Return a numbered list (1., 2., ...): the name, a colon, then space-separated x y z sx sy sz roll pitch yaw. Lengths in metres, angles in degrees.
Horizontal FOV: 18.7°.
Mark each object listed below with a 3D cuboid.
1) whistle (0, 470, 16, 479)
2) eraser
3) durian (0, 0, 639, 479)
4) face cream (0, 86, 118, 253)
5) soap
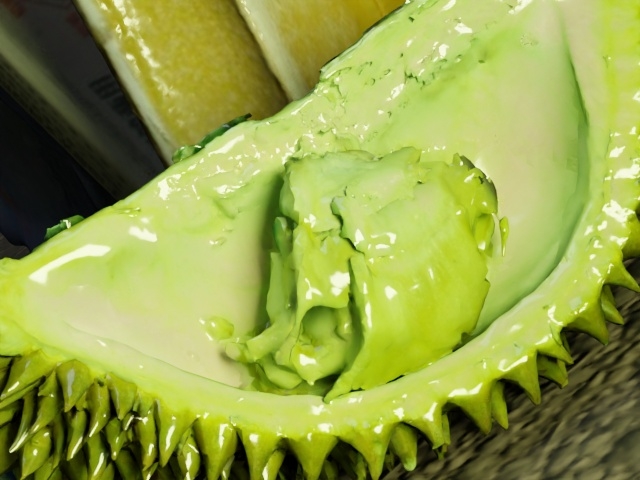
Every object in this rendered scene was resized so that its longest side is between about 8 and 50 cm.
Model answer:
1. whistle: -0.173 0.119 0.897 0.105 0.085 0.227 -14 20 34
2. eraser: -0.115 -0.093 1.048 0.089 0.352 0.061 -44 -2 -21
3. durian: 0.000 0.010 0.773 0.355 0.169 0.157 -28 13 -17
4. face cream: -0.112 -0.097 1.216 0.225 0.249 0.249 -36 15 -19
5. soap: 0.009 -0.111 0.955 0.143 0.281 0.259 -15 21 39
